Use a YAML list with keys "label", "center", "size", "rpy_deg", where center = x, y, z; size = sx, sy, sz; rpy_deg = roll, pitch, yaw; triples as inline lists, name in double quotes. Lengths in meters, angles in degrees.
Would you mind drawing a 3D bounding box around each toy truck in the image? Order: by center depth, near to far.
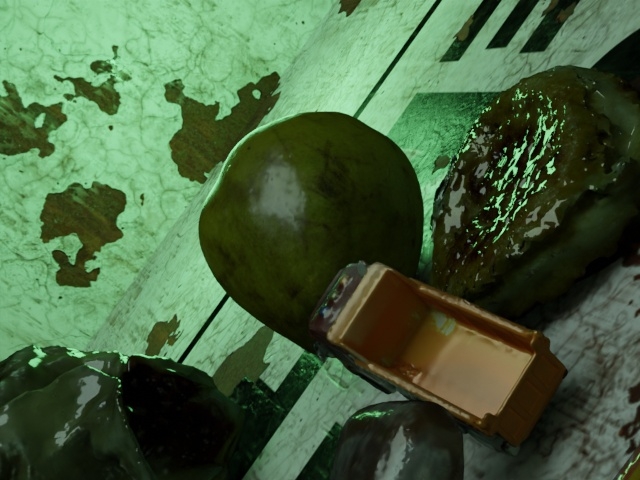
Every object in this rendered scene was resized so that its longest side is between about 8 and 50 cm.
- label: "toy truck"
  center: [0.104, 0.107, 1.179]
  size: [0.270, 0.135, 0.114]
  rpy_deg: [23, 75, 48]

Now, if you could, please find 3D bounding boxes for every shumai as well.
- label: "shumai"
  center: [-0.270, 0.291, 1.672]
  size: [0.348, 0.395, 0.395]
  rpy_deg: [-24, 25, 14]

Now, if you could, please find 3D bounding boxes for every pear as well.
- label: "pear"
  center: [0.000, 0.000, 1.560]
  size: [0.287, 0.287, 0.375]
  rpy_deg: [-45, 33, 26]

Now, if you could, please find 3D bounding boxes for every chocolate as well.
- label: "chocolate"
  center: [0.043, 0.257, 1.058]
  size: [0.157, 0.080, 0.254]
  rpy_deg: [165, 114, -65]

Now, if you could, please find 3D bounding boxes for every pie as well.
- label: "pie"
  center: [0.213, -0.041, 1.303]
  size: [0.354, 0.103, 0.288]
  rpy_deg: [-45, 24, 35]

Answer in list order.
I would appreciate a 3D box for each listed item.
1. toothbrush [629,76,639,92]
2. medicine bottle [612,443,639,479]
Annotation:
- label: "toothbrush"
  center: [0.403, -0.191, 1.226]
  size: [0.364, 0.041, 0.041]
  rpy_deg: [-30, 28, 53]
- label: "medicine bottle"
  center: [0.209, 0.212, 0.822]
  size: [0.426, 0.108, 0.108]
  rpy_deg: [-54, 16, 1]
